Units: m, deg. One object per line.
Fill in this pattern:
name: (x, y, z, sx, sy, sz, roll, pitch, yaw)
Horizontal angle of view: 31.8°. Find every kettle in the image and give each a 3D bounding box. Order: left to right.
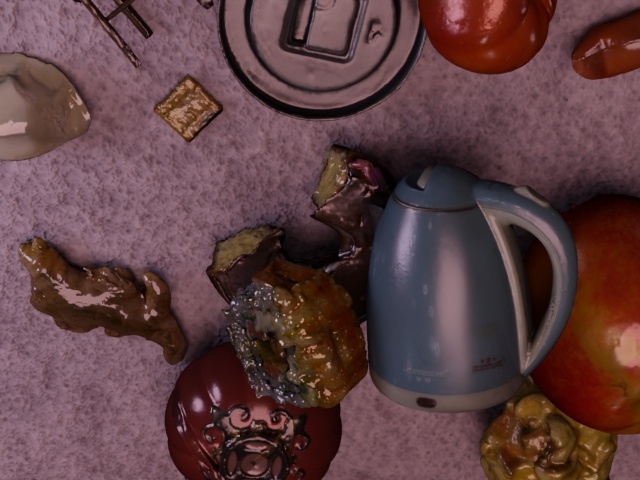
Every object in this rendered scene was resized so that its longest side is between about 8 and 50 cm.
kettle: (0.221, 0.053, 1.670, 0.320, 0.247, 0.342, 5, 115, 20)

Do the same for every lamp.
lamp: (-0.113, 0.310, 1.906, 0.303, 0.257, 0.303, -1, 114, -3)

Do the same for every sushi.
sushi: (-0.032, 0.156, 1.715, 0.184, 0.139, 0.274, -2, 115, 45)

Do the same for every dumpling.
dumpling: (-0.468, -0.204, 1.707, 0.216, 0.126, 0.166, -8, 90, 9)

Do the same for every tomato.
tomato: (0.237, -0.366, 1.620, 0.180, 0.260, 0.259, -2, 121, 29)

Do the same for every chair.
chair: (-0.311, -0.422, 1.582, 0.186, 0.160, 0.319, -35, 115, 18)

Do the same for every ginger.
ginger: (-0.357, 0.101, 1.880, 0.333, 0.080, 0.166, 25, 124, -13)

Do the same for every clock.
clock: (0.003, -0.338, 1.698, 0.319, 0.066, 0.318, -2, 116, -3)

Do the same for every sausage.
sausage: (0.474, -0.305, 1.750, 0.179, 0.089, 0.089, -17, 117, 8)

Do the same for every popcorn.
popcorn: (0.404, 0.356, 2.005, 0.252, 0.215, 0.286, 8, 113, -33)

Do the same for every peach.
peach: (0.484, 0.110, 1.807, 0.388, 0.388, 0.388, -2, 117, -4)

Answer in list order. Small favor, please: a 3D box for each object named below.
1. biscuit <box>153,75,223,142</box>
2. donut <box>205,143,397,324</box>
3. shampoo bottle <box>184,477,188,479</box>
biscuit: (-0.208, -0.207, 1.771, 0.083, 0.018, 0.081, -43, 112, 15)
donut: (0.012, 0.017, 1.841, 0.345, 0.136, 0.259, -41, 115, 16)
shampoo bottle: (-0.144, 0.424, 2.073, 0.208, 0.063, 0.057, -15, 107, 5)
